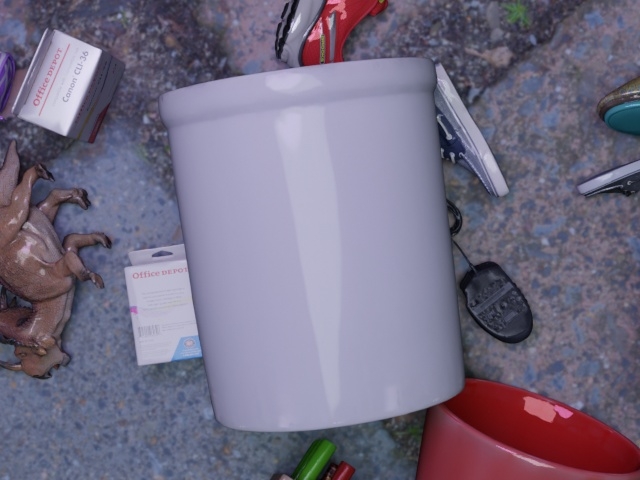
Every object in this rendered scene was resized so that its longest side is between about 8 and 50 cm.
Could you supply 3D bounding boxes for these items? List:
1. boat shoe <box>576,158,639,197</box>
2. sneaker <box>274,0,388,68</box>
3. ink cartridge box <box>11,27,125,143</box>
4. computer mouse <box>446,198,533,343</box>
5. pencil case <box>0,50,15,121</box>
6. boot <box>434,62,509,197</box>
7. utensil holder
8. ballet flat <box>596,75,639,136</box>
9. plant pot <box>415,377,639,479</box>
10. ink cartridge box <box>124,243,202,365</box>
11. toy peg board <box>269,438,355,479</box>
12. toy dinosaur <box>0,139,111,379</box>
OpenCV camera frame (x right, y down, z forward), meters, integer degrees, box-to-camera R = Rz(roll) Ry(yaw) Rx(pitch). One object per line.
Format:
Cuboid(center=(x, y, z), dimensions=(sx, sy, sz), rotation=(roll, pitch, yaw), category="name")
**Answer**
Cuboid(center=(0.396, -0.079, 1.572), dimensions=(0.142, 0.049, 0.040), rotation=(-20, 91, 0), category="boat shoe")
Cuboid(center=(0.037, -0.336, 1.567), dimensions=(0.118, 0.107, 0.279), rotation=(22, 96, -17), category="sneaker")
Cuboid(center=(-0.305, -0.186, 1.518), dimensions=(0.067, 0.198, 0.115), rotation=(23, 93, 1), category="ink cartridge box")
Cuboid(center=(0.186, 0.031, 1.592), dimensions=(0.071, 0.041, 0.242), rotation=(-35, 83, -6), category="computer mouse")
Cuboid(center=(-0.494, -0.217, 1.579), dimensions=(0.206, 0.086, 0.088), rotation=(12, 84, 2), category="pencil case")
Cuboid(center=(0.161, -0.124, 1.576), dimensions=(0.086, 0.069, 0.190), rotation=(-30, 82, 10), category="boot")
Cuboid(center=(0.000, 0.000, 1.454), dimensions=(0.327, 0.327, 0.386), rotation=(-9, 94, 2), category="utensil holder")
Cuboid(center=(0.517, -0.184, 1.542), dimensions=(0.348, 0.123, 0.123), rotation=(4, 92, 3), category="ballet flat")
Cuboid(center=(0.227, 0.329, 1.496), dimensions=(0.274, 0.275, 0.243), rotation=(17, 101, 1), category="plant pot")
Cuboid(center=(-0.189, 0.078, 1.575), dimensions=(0.092, 0.090, 0.143), rotation=(-7, 90, 2), category="ink cartridge box")
Cuboid(center=(0.027, 0.315, 1.548), dimensions=(0.160, 0.161, 0.079), rotation=(34, 78, 1), category="toy peg board")
Cuboid(center=(-0.382, 0.021, 1.570), dimensions=(0.200, 0.127, 0.296), rotation=(-28, 85, 9), category="toy dinosaur")
